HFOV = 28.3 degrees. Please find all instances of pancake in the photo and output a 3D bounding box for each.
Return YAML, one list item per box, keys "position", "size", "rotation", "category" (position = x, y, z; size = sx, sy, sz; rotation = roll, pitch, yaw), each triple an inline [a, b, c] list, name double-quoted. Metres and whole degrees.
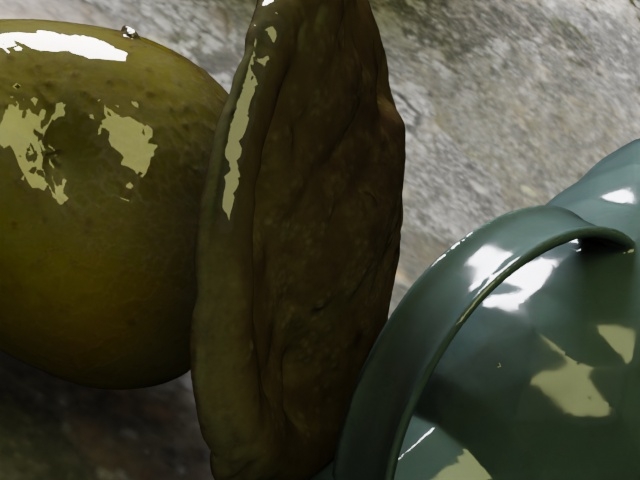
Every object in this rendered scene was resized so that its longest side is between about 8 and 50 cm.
- position: [0.000, 0.000, 0.537]
  size: [0.050, 0.242, 0.242]
  rotation: [3, 35, 18]
  category: "pancake"

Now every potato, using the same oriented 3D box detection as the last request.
- position: [-0.120, -0.023, 0.544]
  size: [0.194, 0.157, 0.157]
  rotation: [15, 42, -4]
  category: "potato"

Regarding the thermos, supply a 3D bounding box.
- position: [0.102, 0.059, 0.550]
  size: [0.145, 0.182, 0.286]
  rotation: [26, 44, 36]
  category: "thermos"
